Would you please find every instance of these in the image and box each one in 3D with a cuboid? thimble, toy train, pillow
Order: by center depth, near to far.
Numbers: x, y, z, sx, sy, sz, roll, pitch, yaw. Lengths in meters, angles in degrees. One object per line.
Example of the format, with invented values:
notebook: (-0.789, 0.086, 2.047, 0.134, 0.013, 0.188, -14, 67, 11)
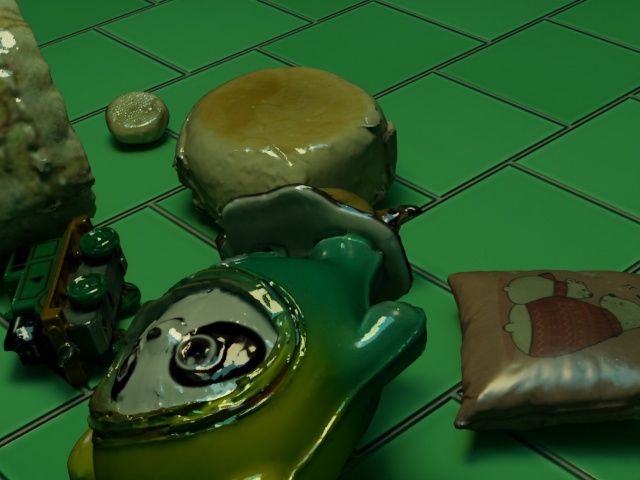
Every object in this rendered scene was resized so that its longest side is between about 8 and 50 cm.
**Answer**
pillow: (0.233, 0.098, 1.180, 0.223, 0.084, 0.236, 0, 30, 6)
toy train: (-0.265, 0.061, 1.276, 0.136, 0.091, 0.227, -10, 34, 9)
thimble: (-0.383, -0.114, 1.375, 0.195, 0.291, 0.291, -22, 37, -13)

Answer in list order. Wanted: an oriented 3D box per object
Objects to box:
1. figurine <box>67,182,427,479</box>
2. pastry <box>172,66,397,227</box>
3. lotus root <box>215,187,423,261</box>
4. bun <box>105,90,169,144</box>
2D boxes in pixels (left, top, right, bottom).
figurine: (-0.060, 0.125, 1.061, 0.324, 0.231, 0.340, -11, 34, 36)
pastry: (-0.041, -0.104, 1.458, 0.265, 0.133, 0.264, -2, 31, 1)
lotus root: (0.000, 0.000, 1.313, 0.221, 0.118, 0.125, -9, 25, -8)
bun: (-0.240, -0.156, 1.629, 0.086, 0.054, 0.086, -3, 48, 3)
